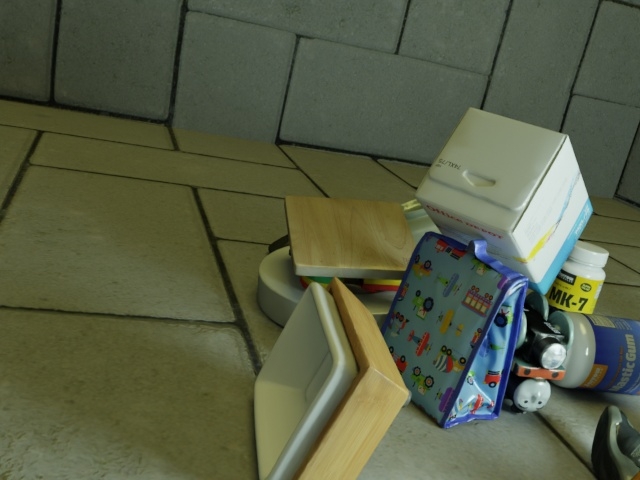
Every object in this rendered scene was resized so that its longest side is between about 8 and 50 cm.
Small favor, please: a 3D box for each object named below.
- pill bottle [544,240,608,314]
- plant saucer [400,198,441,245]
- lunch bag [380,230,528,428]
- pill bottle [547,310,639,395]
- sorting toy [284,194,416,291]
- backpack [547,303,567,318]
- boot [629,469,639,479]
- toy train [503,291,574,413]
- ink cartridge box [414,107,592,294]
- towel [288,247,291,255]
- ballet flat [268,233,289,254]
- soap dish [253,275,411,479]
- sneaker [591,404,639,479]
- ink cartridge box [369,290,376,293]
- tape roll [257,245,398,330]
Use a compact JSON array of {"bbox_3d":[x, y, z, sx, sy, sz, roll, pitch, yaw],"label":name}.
[{"bbox_3d":[0.623,0.111,1.710,0.119,0.208,0.119,11,16,-3],"label":"pill bottle"},{"bbox_3d":[0.301,-0.060,1.913,0.400,0.100,0.400,-16,10,3],"label":"plant saucer"},{"bbox_3d":[0.226,0.133,1.206,0.138,0.293,0.221,1,21,-34],"label":"lunch bag"},{"bbox_3d":[0.536,0.222,1.387,0.272,0.152,0.152,8,17,-14],"label":"pill bottle"},{"bbox_3d":[0.057,0.017,1.433,0.255,0.089,0.257,3,34,-10],"label":"sorting toy"},{"bbox_3d":[0.528,0.207,1.526,0.101,0.098,0.120,17,16,2],"label":"backpack"},{"bbox_3d":[0.430,0.316,0.904,0.295,0.211,0.104,9,16,-11],"label":"boot"},{"bbox_3d":[0.346,0.180,1.321,0.142,0.190,0.334,7,19,-17],"label":"toy train"},{"bbox_3d":[0.337,-0.067,1.256,0.198,0.197,0.270,27,-10,37],"label":"ink cartridge box"},{"bbox_3d":[-0.006,0.029,1.522,0.119,0.029,0.067,13,26,17],"label":"towel"},{"bbox_3d":[0.000,0.000,1.813,0.280,0.096,0.095,4,20,-27],"label":"ballet flat"},{"bbox_3d":[0.006,0.205,0.964,0.118,0.229,0.291,26,13,-14],"label":"soap dish"},{"bbox_3d":[0.498,0.347,1.077,0.130,0.087,0.227,16,20,4],"label":"sneaker"},{"bbox_3d":[0.235,0.117,1.682,0.232,0.066,0.189,30,24,34],"label":"ink cartridge box"},{"bbox_3d":[0.059,0.101,1.489,0.392,0.072,0.392,5,21,-2],"label":"tape roll"}]
